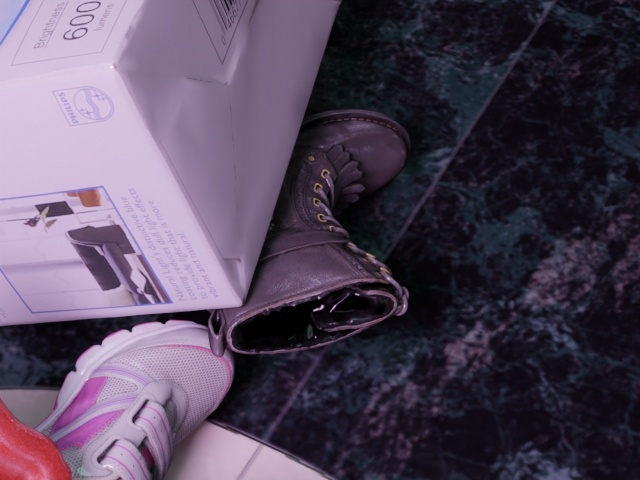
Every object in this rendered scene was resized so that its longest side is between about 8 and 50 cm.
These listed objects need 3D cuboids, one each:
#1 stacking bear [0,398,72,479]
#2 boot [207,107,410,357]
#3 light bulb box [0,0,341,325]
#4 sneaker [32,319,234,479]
[{"bbox_3d":[-0.328,0.156,0.925,0.289,0.175,0.164,-15,22,38],"label":"stacking bear"},{"bbox_3d":[0.000,0.000,1.127,0.263,0.091,0.229,-20,34,-21],"label":"boot"},{"bbox_3d":[-0.214,-0.133,1.117,0.361,0.225,0.358,-6,43,22],"label":"light bulb box"},{"bbox_3d":[-0.147,0.156,1.013,0.252,0.103,0.111,-40,42,-22],"label":"sneaker"}]
